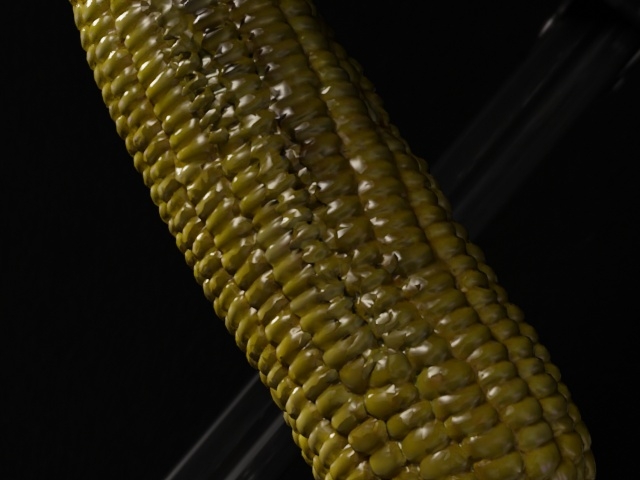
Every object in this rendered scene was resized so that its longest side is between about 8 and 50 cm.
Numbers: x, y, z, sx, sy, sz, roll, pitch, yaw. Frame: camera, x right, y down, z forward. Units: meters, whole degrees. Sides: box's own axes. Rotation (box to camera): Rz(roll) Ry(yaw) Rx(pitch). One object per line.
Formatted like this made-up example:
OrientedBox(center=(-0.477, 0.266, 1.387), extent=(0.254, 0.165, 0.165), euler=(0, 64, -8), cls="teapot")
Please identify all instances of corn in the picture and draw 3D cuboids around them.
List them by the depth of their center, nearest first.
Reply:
OrientedBox(center=(0.000, 0.000, 0.509), extent=(0.072, 0.072, 0.203), euler=(-28, -106, -14), cls="corn")
